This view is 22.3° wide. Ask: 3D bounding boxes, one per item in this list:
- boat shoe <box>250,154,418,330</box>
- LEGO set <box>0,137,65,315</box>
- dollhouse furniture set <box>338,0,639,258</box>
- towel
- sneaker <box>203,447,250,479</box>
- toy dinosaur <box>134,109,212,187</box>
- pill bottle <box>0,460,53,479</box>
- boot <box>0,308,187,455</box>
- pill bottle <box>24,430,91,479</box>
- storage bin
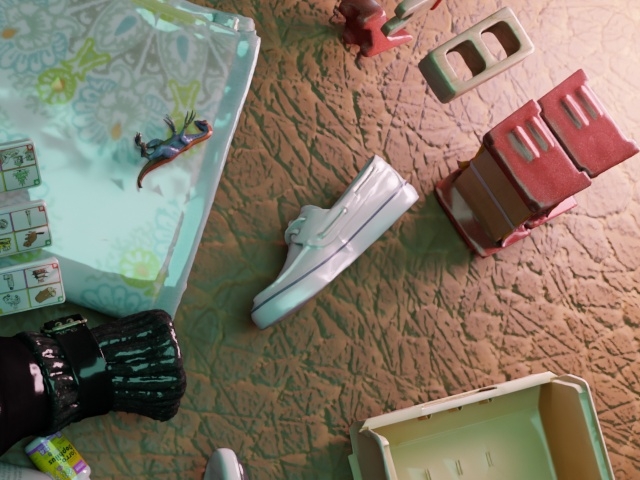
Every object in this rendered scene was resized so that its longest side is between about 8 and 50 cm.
[{"bbox_3d":[0.000,0.000,1.838,0.084,0.095,0.258,48,59,-1],"label":"boat shoe"},{"bbox_3d":[-0.399,0.002,1.658,0.244,0.060,0.182,-14,112,-13],"label":"LEGO set"},{"bbox_3d":[0.174,-0.186,1.875,0.152,0.201,0.374,-31,85,-21],"label":"dollhouse furniture set"},{"bbox_3d":[-0.257,-0.122,1.771,0.320,0.090,0.374,20,74,-11],"label":"towel"},{"bbox_3d":[-0.036,0.357,1.750,0.147,0.104,0.296,-12,90,-22],"label":"sneaker"},{"bbox_3d":[-0.157,-0.104,1.741,0.082,0.047,0.090,0,112,-25],"label":"toy dinosaur"},{"bbox_3d":[-0.332,0.289,1.641,0.229,0.131,0.131,18,75,-15],"label":"pill bottle"},{"bbox_3d":[-0.256,0.142,1.581,0.260,0.348,0.131,0,98,-11],"label":"boot"},{"bbox_3d":[-0.273,0.239,1.718,0.043,0.043,0.083,-40,94,-21],"label":"pill bottle"},{"bbox_3d":[0.191,0.299,1.822,0.262,0.123,0.260,-13,84,-20],"label":"storage bin"}]
